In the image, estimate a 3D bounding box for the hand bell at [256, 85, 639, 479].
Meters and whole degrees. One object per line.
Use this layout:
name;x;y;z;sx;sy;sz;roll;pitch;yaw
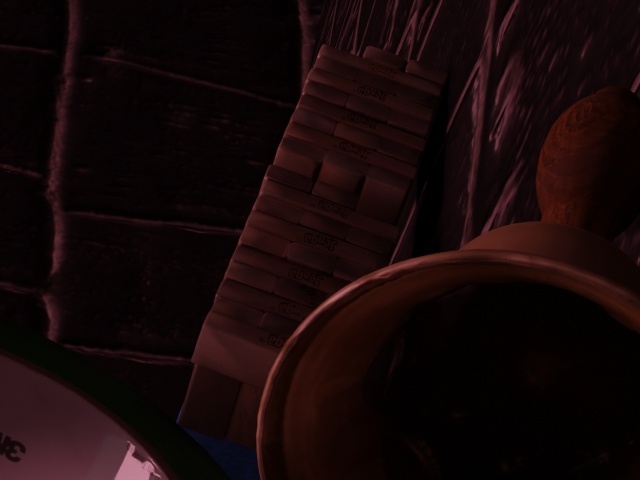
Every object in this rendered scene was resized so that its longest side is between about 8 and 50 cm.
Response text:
hand bell;0.075;0.004;0.548;0.242;0.126;0.126;-61;-12;-58

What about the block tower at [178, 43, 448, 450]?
block tower;0.000;0.000;1.134;0.335;0.091;0.097;-69;-2;-54

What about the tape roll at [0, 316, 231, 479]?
tape roll;-0.183;0.134;0.915;0.077;0.321;0.321;-62;9;17

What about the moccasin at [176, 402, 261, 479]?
moccasin;-0.064;0.219;1.312;0.117;0.137;0.342;88;-165;-67
